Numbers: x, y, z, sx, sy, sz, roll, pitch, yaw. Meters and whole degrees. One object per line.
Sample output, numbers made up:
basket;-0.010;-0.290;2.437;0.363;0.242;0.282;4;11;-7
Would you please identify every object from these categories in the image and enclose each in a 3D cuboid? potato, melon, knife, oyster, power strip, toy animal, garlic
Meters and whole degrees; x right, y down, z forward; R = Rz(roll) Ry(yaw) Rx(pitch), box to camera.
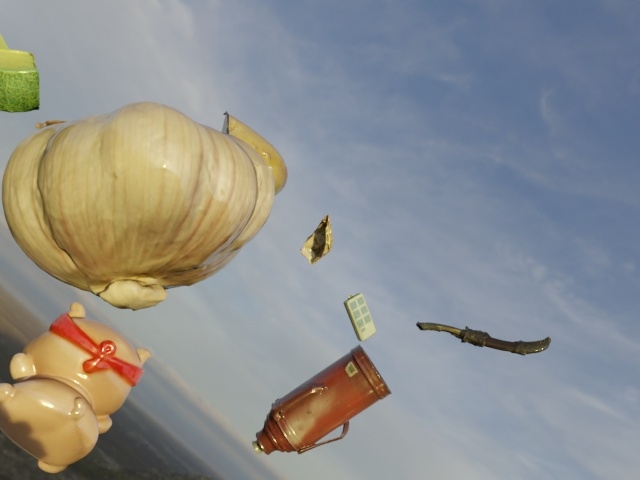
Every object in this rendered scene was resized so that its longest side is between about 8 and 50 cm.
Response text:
potato;-0.114;-0.109;0.940;0.117;0.182;0.202;8;-18;-14
melon;-0.424;-0.224;0.703;0.209;0.118;0.064;50;-36;37
knife;0.268;0.166;0.956;0.222;0.045;0.021;5;-48;22
oyster;0.002;0.002;1.003;0.093;0.034;0.051;-50;-117;33
power strip;0.073;0.142;1.051;0.016;0.040;0.090;-11;-77;57
toy animal;-0.337;0.190;0.774;0.171;0.198;0.171;8;-54;11
garlic;-0.217;-0.048;0.720;0.322;0.322;0.241;13;-75;52

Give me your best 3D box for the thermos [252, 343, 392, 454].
thermos;-0.009;0.265;0.905;0.099;0.232;0.124;57;-2;39
